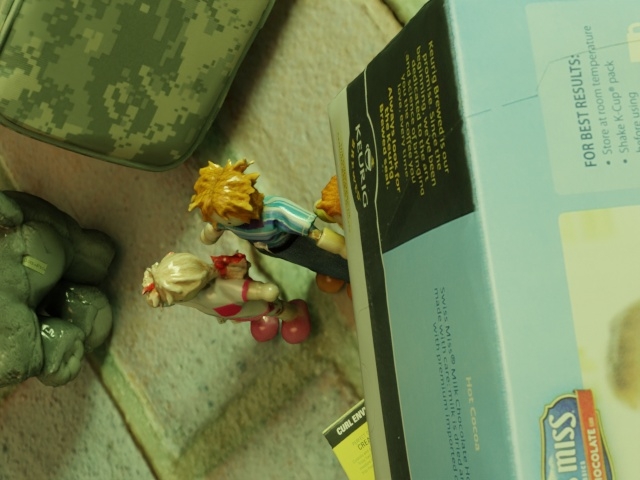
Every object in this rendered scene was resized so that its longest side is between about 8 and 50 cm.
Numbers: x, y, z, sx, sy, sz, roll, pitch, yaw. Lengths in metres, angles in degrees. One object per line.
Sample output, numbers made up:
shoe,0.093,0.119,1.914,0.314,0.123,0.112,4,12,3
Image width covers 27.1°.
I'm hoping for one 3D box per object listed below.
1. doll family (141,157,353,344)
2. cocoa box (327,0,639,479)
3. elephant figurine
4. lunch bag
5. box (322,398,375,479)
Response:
doll family,0.000,0.000,0.866,0.263,0.163,0.118,1,72,34
cocoa box,0.154,0.062,0.659,0.228,0.232,0.347,145,118,-74
elephant figurine,-0.299,0.031,1.055,0.240,0.169,0.185,9,97,29
lunch bag,-0.179,-0.228,0.983,0.256,0.213,0.305,37,106,46
box,0.097,0.201,0.844,0.058,0.087,0.232,-43,67,26
